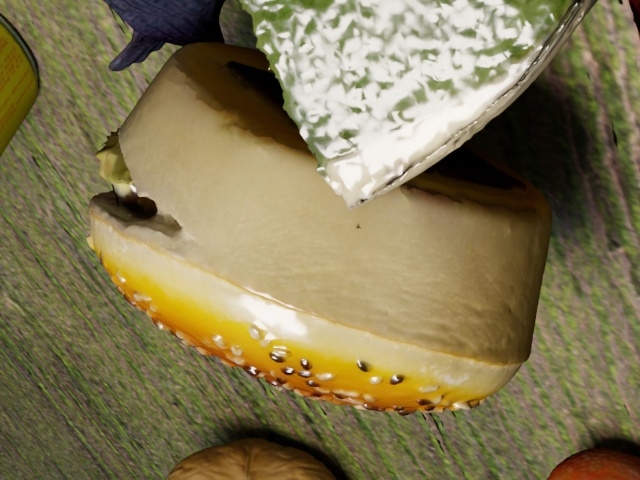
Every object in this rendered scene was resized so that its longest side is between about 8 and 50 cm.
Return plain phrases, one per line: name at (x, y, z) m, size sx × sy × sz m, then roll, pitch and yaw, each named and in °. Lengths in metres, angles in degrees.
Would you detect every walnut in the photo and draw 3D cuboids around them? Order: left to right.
walnut at (-0.062, 0.283, 1.754) m, size 0.193 × 0.193 × 0.225 m, roll 27°, pitch 148°, yaw 11°

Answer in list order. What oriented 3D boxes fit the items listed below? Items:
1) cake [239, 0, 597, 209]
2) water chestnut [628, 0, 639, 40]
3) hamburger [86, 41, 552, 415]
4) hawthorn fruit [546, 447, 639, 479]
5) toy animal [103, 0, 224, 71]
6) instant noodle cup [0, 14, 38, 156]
cake at (-0.003, -0.153, 0.991) m, size 0.283 × 0.158 × 0.172 m, roll 33°, pitch 118°, yaw 6°
water chestnut at (0.252, -0.097, 0.765) m, size 0.300 × 0.300 × 0.300 m, roll 25°, pitch 150°, yaw 15°
hamburger at (0.000, 0.000, 1.158) m, size 0.300 × 0.176 × 0.300 m, roll 23°, pitch -167°, yaw -5°
hawthorn fruit at (0.233, 0.228, 1.428) m, size 0.138 × 0.133 × 0.133 m, roll 11°, pitch 145°, yaw 18°
toy animal at (-0.125, -0.211, 1.123) m, size 0.185 × 0.122 × 0.298 m, roll 13°, pitch 147°, yaw 32°
instant noodle cup at (-0.342, -0.077, 1.426) m, size 0.215 × 0.236 × 0.215 m, roll 24°, pitch 150°, yaw 15°
